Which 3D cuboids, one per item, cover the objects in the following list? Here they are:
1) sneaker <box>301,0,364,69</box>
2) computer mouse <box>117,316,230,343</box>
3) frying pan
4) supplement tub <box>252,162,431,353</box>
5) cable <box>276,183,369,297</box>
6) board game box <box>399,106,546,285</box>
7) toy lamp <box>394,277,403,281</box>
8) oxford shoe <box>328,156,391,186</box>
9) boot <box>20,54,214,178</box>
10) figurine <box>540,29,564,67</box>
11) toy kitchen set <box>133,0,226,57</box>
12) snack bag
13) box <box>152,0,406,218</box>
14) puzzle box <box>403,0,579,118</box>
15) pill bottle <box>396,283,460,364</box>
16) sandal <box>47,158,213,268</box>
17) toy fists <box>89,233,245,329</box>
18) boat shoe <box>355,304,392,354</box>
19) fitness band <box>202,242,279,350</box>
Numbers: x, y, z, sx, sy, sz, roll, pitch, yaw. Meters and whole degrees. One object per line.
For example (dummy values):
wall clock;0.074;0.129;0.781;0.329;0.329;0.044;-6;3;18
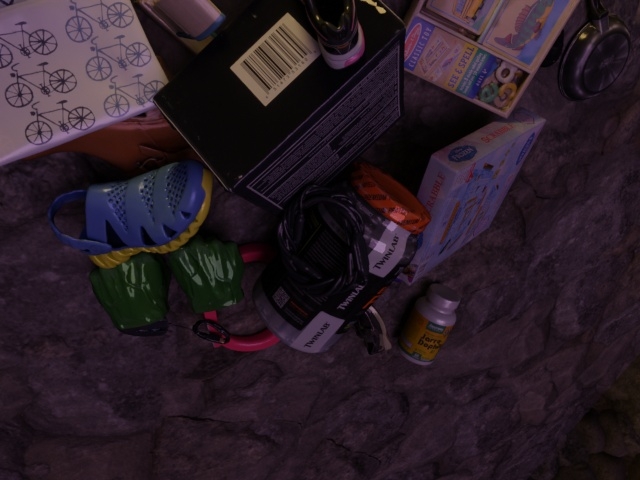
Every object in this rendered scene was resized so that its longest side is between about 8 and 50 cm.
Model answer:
sneaker;0.005;-0.292;0.531;0.072;0.178;0.077;-25;170;7
computer mouse;-0.305;0.186;0.968;0.242;0.041;0.071;13;121;-14
frying pan;0.642;-0.469;1.055;0.197;0.053;0.326;-15;129;-18
supplement tub;0.038;0.034;0.891;0.207;0.207;0.338;22;118;-35
cable;0.000;0.000;0.765;0.150;0.047;0.185;-8;104;26
board game box;0.309;-0.092;1.006;0.318;0.066;0.319;-29;148;-33
toy lamp;0.114;0.020;1.089;0.080;0.080;0.274;-47;126;8
oxford shoe;0.087;-0.128;0.987;0.271;0.097;0.098;51;54;-31
boot;-0.320;-0.144;0.762;0.283;0.109;0.220;-30;138;-6
figurine;0.390;-0.460;0.911;0.209;0.092;0.215;-2;120;-21
toy kitchen set;-0.140;-0.346;0.647;0.122;0.207;0.166;37;91;-39
snack bag;-0.401;-0.283;0.586;0.323;0.037;0.343;-24;106;-12
box;-0.036;-0.203;0.719;0.296;0.183;0.294;-42;168;3
puzzle box;0.326;-0.457;0.830;0.272;0.052;0.409;19;116;-14
pill bottle;0.298;0.227;1.286;0.117;0.117;0.208;7;117;-30
sandal;-0.299;-0.044;0.723;0.317;0.126;0.138;-22;145;27
toy fists;-0.283;0.065;0.885;0.279;0.096;0.142;-11;117;-3
boat shoe;0.129;0.233;1.230;0.073;0.080;0.223;-35;134;-9
fitness band;-0.158;0.136;1.046;0.209;0.054;0.291;-17;127;-19
